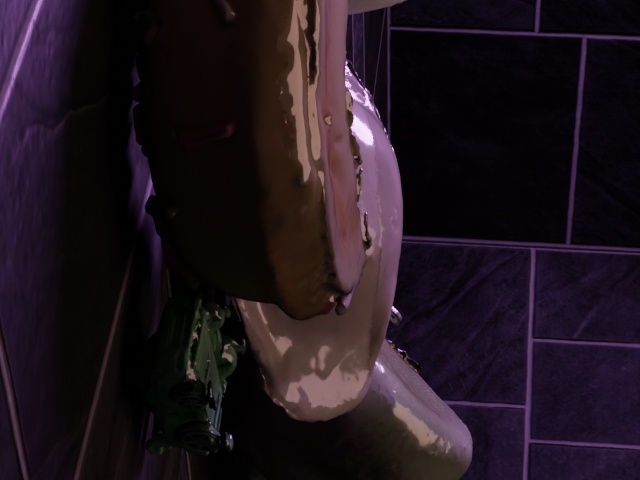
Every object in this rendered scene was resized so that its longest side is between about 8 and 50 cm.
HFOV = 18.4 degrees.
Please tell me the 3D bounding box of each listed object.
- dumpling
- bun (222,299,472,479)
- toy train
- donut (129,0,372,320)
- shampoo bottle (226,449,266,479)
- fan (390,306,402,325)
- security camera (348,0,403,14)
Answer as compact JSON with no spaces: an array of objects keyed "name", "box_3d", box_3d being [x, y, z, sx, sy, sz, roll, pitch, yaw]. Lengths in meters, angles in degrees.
[{"name":"dumpling","box_3d":[-0.035,-0.024,1.750,0.260,0.181,0.341,14,94,-59]},{"name":"bun","box_3d":[0.003,0.171,1.971,0.187,0.293,0.293,-47,179,6]},{"name":"toy train","box_3d":[-0.105,0.106,1.510,0.149,0.081,0.099,74,20,-56]},{"name":"donut","box_3d":[-0.047,-0.124,1.496,0.307,0.150,0.371,1,89,-81]},{"name":"shampoo bottle","box_3d":[-0.080,0.296,1.998,0.072,0.049,0.212,92,2,-57]},{"name":"fan","box_3d":[0.000,0.000,1.939,0.008,0.227,0.152,-42,171,-21]},{"name":"security camera","box_3d":[0.002,-0.340,1.832,0.194,0.195,0.236,-74,161,-68]}]
